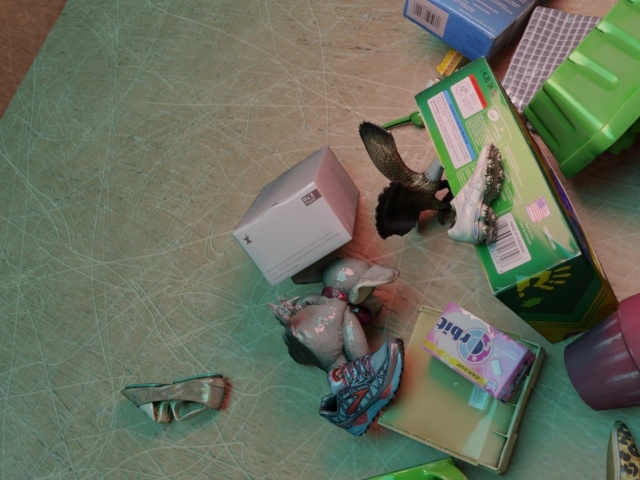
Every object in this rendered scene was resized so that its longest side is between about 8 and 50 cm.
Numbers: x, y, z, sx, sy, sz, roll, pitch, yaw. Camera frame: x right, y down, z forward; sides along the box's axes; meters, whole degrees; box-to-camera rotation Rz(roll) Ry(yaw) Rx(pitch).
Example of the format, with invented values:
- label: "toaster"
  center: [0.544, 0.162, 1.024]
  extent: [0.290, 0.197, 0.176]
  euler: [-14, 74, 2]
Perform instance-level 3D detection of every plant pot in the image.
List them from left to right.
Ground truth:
- label: "plant pot"
  center: [0.548, 0.213, 1.226]
  extent: [0.180, 0.201, 0.201]
  euler: [-34, 54, 33]

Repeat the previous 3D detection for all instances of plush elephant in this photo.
- label: "plush elephant"
  center: [0.044, 0.151, 1.517]
  extent: [0.255, 0.330, 0.272]
  euler: [-47, 44, -18]

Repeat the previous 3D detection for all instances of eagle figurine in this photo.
- label: "eagle figurine"
  center: [0.193, -0.118, 1.486]
  extent: [0.226, 0.298, 0.225]
  euler: [36, 114, 57]

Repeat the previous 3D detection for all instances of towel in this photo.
- label: "towel"
  center: [0.540, -0.377, 1.527]
  extent: [0.235, 0.121, 0.283]
  euler: [18, 79, 35]

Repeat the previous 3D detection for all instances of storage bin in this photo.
- label: "storage bin"
  center: [0.286, 0.295, 1.379]
  extent: [0.260, 0.123, 0.262]
  euler: [15, 77, 35]

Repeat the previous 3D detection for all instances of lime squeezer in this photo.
- label: "lime squeezer"
  center: [0.266, -0.278, 1.701]
  extent: [0.310, 0.059, 0.109]
  euler: [23, 112, 35]

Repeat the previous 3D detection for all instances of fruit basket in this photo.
- label: "fruit basket"
  center: [0.627, -0.257, 1.277]
  extent: [0.392, 0.283, 0.391]
  euler: [0, 81, 1]

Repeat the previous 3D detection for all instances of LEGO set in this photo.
- label: "LEGO set"
  center: [0.368, -0.475, 1.712]
  extent: [0.132, 0.107, 0.287]
  euler: [1, 70, 69]

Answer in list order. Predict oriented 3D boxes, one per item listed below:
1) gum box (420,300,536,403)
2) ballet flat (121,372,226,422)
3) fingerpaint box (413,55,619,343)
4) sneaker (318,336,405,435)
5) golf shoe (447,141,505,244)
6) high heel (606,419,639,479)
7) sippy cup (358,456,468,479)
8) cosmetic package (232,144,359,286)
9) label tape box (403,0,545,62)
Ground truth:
- label: "gum box"
  center: [0.298, 0.211, 1.293]
  extent: [0.188, 0.062, 0.107]
  euler: [32, 87, 37]
- label: "ballet flat"
  center: [-0.379, 0.405, 1.744]
  extent: [0.316, 0.107, 0.106]
  euler: [-13, 70, 27]
- label: "fingerpaint box"
  center: [0.385, -0.068, 1.325]
  extent: [0.163, 0.371, 0.444]
  euler: [-28, 56, 21]
- label: "sneaker"
  center: [0.077, 0.288, 1.376]
  extent: [0.104, 0.125, 0.261]
  euler: [-83, 18, -59]
- label: "golf shoe"
  center: [0.253, -0.080, 1.145]
  extent: [0.086, 0.069, 0.176]
  euler: [1, 70, 40]
- label: "high heel"
  center: [0.595, 0.437, 1.173]
  extent: [0.186, 0.093, 0.261]
  euler: [-1, 57, 10]
- label: "sippy cup"
  center: [0.169, 0.544, 1.288]
  extent: [0.240, 0.305, 0.224]
  euler: [-12, 72, -5]
- label: "cosmetic package"
  center: [-0.042, -0.070, 1.587]
  extent: [0.217, 0.156, 0.385]
  euler: [-31, 15, 17]
- label: "label tape box"
  center: [0.394, -0.590, 1.614]
  extent: [0.241, 0.106, 0.334]
  euler: [39, 68, 17]
